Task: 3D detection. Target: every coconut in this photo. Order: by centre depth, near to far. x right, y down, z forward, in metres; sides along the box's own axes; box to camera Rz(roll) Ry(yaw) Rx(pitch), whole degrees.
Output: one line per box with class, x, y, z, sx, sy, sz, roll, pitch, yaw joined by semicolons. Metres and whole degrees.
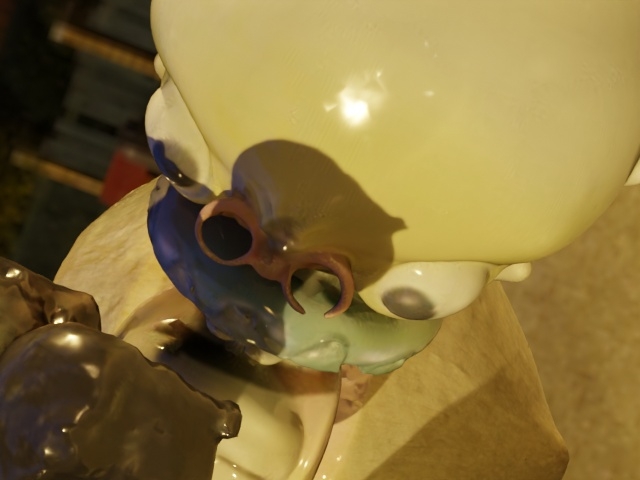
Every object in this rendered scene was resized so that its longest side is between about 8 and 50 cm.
coconut;-0.004;0.091;1.173;0.329;0.328;0.329;-160;90;-82

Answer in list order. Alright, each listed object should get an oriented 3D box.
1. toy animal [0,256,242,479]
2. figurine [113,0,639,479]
toy animal;-0.149;0.125;0.621;0.343;0.106;0.168;-56;31;25
figurine;0.000;0.000;0.831;0.394;0.226;0.274;-62;-8;28
